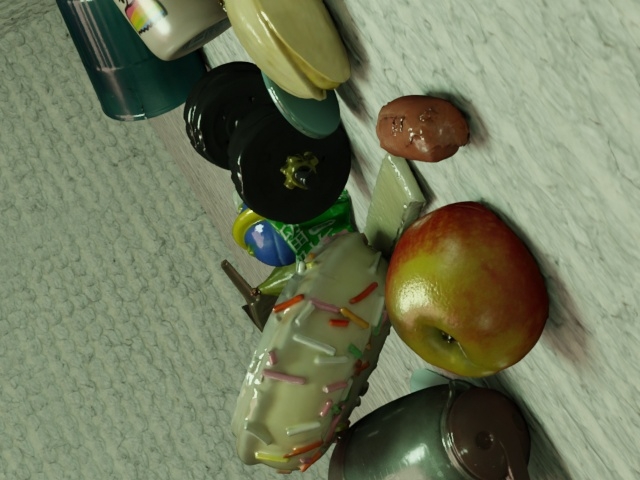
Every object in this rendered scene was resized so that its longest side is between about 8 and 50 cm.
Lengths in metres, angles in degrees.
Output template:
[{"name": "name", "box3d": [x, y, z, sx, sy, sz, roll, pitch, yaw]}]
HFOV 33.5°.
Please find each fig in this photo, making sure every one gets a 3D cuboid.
[{"name": "fig", "box3d": [-0.027, 0.082, 2.025, 0.126, 0.185, 0.133, 43, 163, 13]}]

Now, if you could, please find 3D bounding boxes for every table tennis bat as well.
[{"name": "table tennis bat", "box3d": [-0.041, -0.245, 1.445, 0.149, 0.038, 0.237, -1, -113, -54]}]

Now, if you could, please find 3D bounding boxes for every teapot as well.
[{"name": "teapot", "box3d": [0.197, 0.357, 1.538, 0.315, 0.233, 0.312, 61, 144, 11]}]

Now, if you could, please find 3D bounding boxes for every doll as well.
[{"name": "doll", "box3d": [-0.088, -0.052, 1.965, 0.311, 0.159, 0.243, 65, -177, -67]}]

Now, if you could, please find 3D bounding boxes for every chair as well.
[{"name": "chair", "box3d": [-0.055, 0.145, 2.320, 0.326, 0.183, 0.176, 49, 165, 50]}]

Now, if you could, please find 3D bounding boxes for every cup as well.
[{"name": "cup", "box3d": [-0.208, -0.411, 1.619, 0.253, 0.191, 0.200, -29, 95, 47]}, {"name": "cup", "box3d": [-0.380, -0.454, 2.223, 0.242, 0.308, 0.292, 10, 138, 33]}]

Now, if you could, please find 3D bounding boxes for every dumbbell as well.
[{"name": "dumbbell", "box3d": [-0.090, -0.158, 1.662, 0.388, 0.185, 0.185, 43, 160, 56]}]

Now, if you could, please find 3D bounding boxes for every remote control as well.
[{"name": "remote control", "box3d": [0.215, 0.284, 1.781, 0.103, 0.051, 0.293, 67, 166, -6]}]

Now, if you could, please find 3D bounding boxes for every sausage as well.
[{"name": "sausage", "box3d": [0.107, -0.121, 1.142, 0.076, 0.076, 0.141, 64, 170, -18]}]

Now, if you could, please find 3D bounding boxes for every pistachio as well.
[{"name": "pistachio", "box3d": [-0.047, -0.264, 1.330, 0.201, 0.117, 0.145, 63, -155, -3]}]

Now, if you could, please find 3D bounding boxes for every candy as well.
[{"name": "candy", "box3d": [-0.002, -0.002, 1.813, 0.078, 0.141, 0.203, -114, 2, -49]}]

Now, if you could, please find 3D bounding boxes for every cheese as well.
[{"name": "cheese", "box3d": [0.099, -0.029, 1.533, 0.085, 0.034, 0.400, 57, 169, 12]}]

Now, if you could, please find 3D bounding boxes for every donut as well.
[{"name": "donut", "box3d": [0.004, 0.168, 1.559, 0.142, 0.383, 0.383, 24, 160, 10]}]

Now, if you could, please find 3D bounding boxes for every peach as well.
[{"name": "peach", "box3d": [0.170, 0.051, 1.203, 0.190, 0.192, 0.190, 18, 148, 12]}]

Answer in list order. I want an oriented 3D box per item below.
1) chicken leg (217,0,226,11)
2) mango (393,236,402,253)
[{"name": "chicken leg", "box3d": [-0.101, -0.339, 1.568, 0.093, 0.070, 0.178, 29, 172, 18]}, {"name": "mango", "box3d": [0.130, 0.035, 1.481, 0.077, 0.063, 0.127, 61, 174, 31]}]
